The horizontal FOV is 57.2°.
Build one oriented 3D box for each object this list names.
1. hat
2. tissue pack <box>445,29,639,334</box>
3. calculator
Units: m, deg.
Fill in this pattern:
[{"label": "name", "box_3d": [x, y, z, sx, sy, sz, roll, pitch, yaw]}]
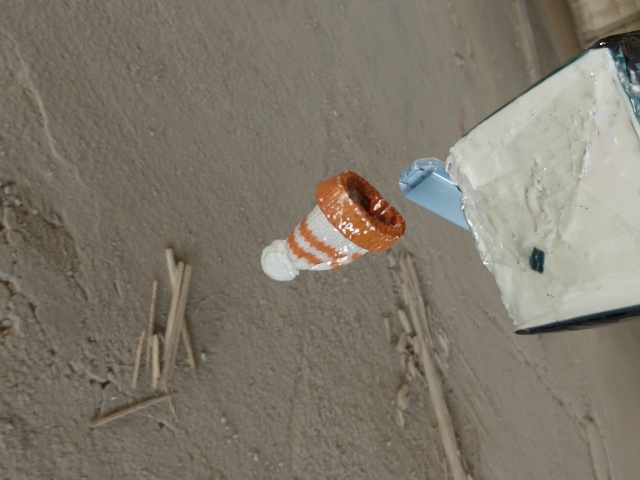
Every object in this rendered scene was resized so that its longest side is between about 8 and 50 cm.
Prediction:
[{"label": "hat", "box_3d": [0.000, 0.000, 0.654, 0.112, 0.162, 0.093, 24, 35, -45]}, {"label": "tissue pack", "box_3d": [0.386, -0.071, 0.615, 0.417, 0.264, 0.253, -15, 80, -21]}, {"label": "calculator", "box_3d": [0.242, -0.079, 1.063, 0.210, 0.121, 0.039, 26, 65, -10]}]
